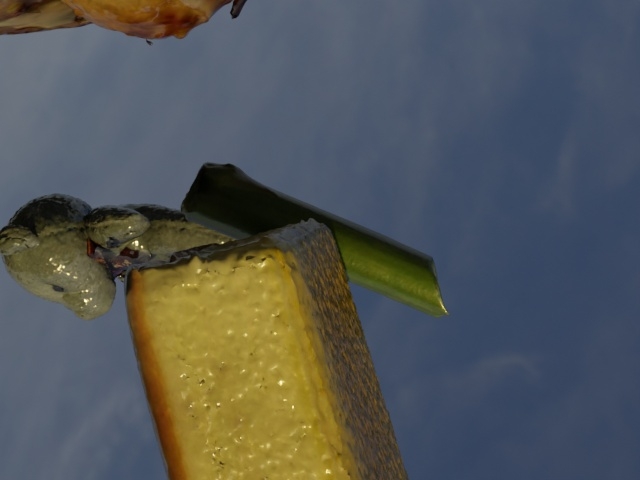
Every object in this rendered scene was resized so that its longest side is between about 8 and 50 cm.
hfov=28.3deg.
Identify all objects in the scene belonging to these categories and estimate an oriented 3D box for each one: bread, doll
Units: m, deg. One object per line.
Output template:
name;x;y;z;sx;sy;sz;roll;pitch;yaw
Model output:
bread;-0.025;0.155;1.004;0.143;0.333;0.323;-17;180;7
doll;-0.250;0.028;1.622;0.246;0.340;0.158;88;10;-77

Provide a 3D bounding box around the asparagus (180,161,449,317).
asparagus;0.000;-0.001;1.216;0.067;0.277;0.060;-69;180;-48

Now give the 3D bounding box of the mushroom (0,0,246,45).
mushroom;-0.181;-0.255;1.007;0.263;0.283;0.195;84;12;-81
